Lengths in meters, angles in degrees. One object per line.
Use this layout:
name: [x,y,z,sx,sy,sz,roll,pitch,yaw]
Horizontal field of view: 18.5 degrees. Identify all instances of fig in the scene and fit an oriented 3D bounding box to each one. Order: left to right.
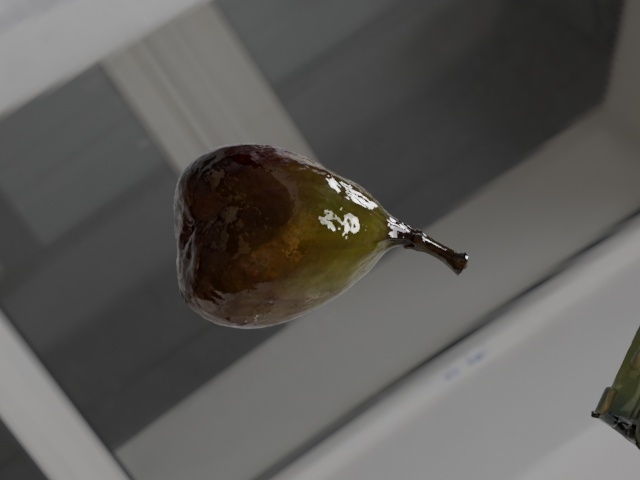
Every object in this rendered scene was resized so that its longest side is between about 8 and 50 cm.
fig: [0.000,0.000,1.799,0.274,0.145,0.170,4,-108,-3]

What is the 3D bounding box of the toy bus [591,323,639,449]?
toy bus: [0.359,0.107,1.296,0.312,0.152,0.190,16,-104,48]
